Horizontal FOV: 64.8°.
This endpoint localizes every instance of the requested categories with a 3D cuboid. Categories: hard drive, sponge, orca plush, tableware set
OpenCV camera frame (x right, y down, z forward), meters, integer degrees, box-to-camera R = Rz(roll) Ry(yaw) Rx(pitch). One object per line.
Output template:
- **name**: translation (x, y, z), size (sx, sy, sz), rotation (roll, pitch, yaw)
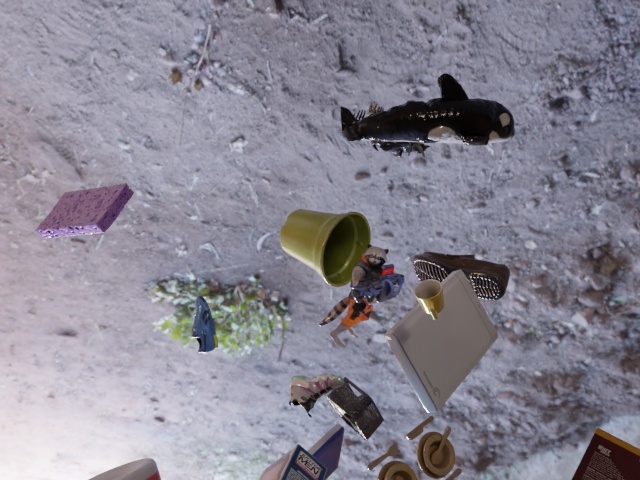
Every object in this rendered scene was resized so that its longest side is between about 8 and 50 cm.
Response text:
- **hard drive**: translation (0.340, 0.259, 1.370), size (0.047, 0.353, 0.233), rotation (-26, 95, 51)
- **sponge**: translation (-0.498, -0.061, 1.061), size (0.210, 0.117, 0.031), rotation (-3, 138, 30)
- **orca plush**: translation (0.175, -0.211, 0.796), size (0.288, 0.151, 0.102), rotation (2, 108, 2)
- **tableware set**: translation (0.193, 0.440, 0.968), size (0.194, 0.128, 0.039), rotation (-22, 170, -33)
- **hard drive**: translation (-0.040, 0.778, 1.675), size (0.040, 0.319, 0.210), rotation (25, 122, 31)

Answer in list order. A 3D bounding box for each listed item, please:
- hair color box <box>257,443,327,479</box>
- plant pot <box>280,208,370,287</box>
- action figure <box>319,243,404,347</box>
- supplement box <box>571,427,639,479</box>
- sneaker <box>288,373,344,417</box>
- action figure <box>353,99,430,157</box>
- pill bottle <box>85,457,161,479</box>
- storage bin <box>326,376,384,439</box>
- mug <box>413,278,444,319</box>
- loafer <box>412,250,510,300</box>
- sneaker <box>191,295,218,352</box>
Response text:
- **hair color box**: translation (-0.121, 0.653, 1.141), size (0.105, 0.347, 0.174), rotation (42, 119, -2)
- **plant pot**: translation (0.000, 0.000, 1.836), size (0.254, 0.276, 0.276), rotation (20, 155, 37)
- **action figure**: translation (0.114, 0.164, 1.582), size (0.179, 0.330, 0.341), rotation (27, -172, 28)
- **supplement box**: translation (0.733, 0.613, 1.238), size (0.191, 0.194, 0.129), rotation (23, 140, 35)
- **sneaker**: translation (-0.008, 0.263, 0.850), size (0.098, 0.069, 0.038), rotation (-12, 137, 23)
- **action figure**: translation (0.186, -0.303, 1.340), size (0.164, 0.276, 0.140), rotation (-7, 115, -24)
- **pill bottle**: translation (-0.205, 0.343, 0.540), size (0.108, 0.180, 0.108), rotation (-19, 172, -3)
- **storage bin**: translation (0.108, 0.515, 1.543), size (0.122, 0.084, 0.180), rotation (29, 154, 41)
- **mug**: translation (0.240, 0.134, 1.108), size (0.062, 0.078, 0.064), rotation (7, 134, 39)
- **loafer**: translation (0.482, 0.112, 1.730), size (0.366, 0.130, 0.133), rotation (16, 127, 44)
- **sneaker**: translation (-0.438, 0.307, 1.845), size (0.082, 0.209, 0.069), rotation (-11, 167, -27)
